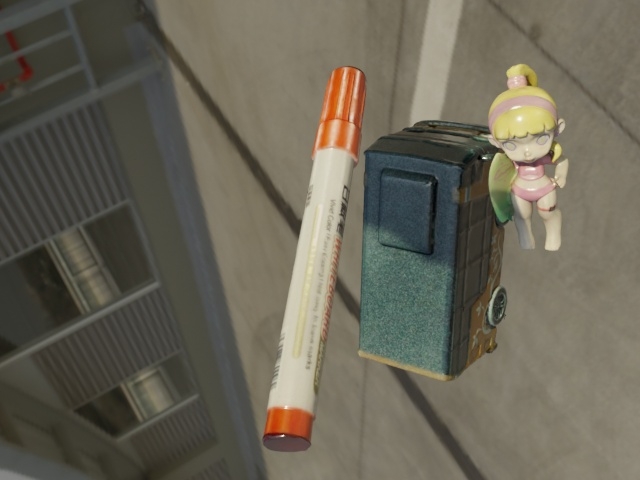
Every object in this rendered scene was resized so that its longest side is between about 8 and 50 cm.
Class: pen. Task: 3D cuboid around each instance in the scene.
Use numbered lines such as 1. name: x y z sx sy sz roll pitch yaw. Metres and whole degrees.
1. pen: 0.000 0.000 0.502 0.028 0.028 0.239 89 -171 -60

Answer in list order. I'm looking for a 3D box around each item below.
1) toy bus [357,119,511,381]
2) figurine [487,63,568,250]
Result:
1. toy bus: 0.131 0.008 1.038 0.139 0.167 0.275 13 111 31
2. figurine: 0.198 -0.074 0.857 0.083 0.083 0.187 39 153 55
